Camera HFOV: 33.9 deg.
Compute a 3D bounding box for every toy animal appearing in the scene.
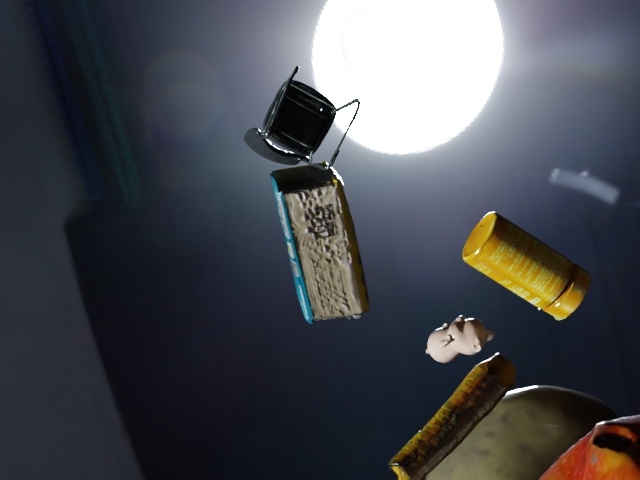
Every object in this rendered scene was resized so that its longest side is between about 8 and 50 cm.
[{"bbox_3d":[0.261,0.191,1.997,0.150,0.089,0.083,-21,31,45],"label":"toy animal"}]

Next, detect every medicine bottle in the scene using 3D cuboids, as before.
[{"bbox_3d":[0.332,0.041,1.702,0.096,0.192,0.096,-55,10,15],"label":"medicine bottle"}]

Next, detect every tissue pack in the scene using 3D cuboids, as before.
[{"bbox_3d":[0.000,0.000,1.995,0.134,0.271,0.192,-13,18,-2],"label":"tissue pack"}]

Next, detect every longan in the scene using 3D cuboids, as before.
[{"bbox_3d":[0.362,0.441,1.797,0.404,0.336,0.404,-38,20,17],"label":"longan"}]

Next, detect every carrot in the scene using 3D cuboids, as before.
[{"bbox_3d":[0.205,0.277,1.621,0.260,0.070,0.070,-42,16,-20],"label":"carrot"}]

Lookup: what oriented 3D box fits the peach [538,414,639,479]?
[{"bbox_3d":[0.309,0.296,0.795,0.372,0.373,0.290,-13,32,24],"label":"peach"}]

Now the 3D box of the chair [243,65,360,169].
[{"bbox_3d":[-0.044,-0.218,1.956,0.140,0.145,0.221,27,-7,-15],"label":"chair"}]
